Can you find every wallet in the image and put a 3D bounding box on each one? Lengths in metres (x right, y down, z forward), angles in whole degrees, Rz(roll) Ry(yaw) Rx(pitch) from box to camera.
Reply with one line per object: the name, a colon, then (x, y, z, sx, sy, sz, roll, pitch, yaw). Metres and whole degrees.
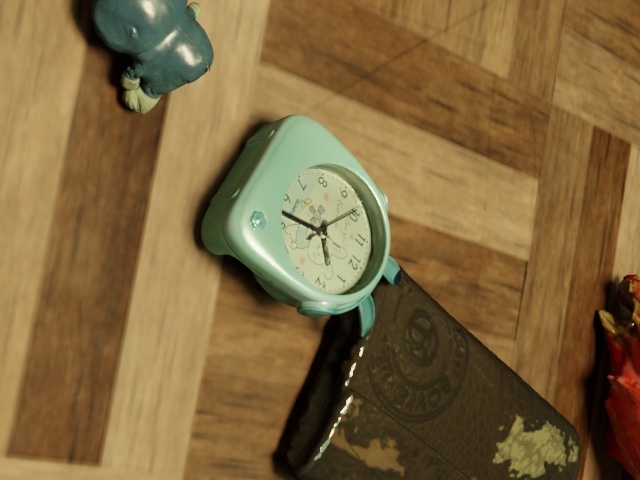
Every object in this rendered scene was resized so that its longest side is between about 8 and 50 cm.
wallet: (0.101, 0.155, 1.001, 0.321, 0.044, 0.170, 41, 62, -41)

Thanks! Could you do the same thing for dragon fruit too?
dragon fruit: (0.339, 0.144, 1.152, 0.210, 0.205, 0.268, -39, 84, -21)

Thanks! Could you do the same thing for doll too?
doll: (-0.094, -0.126, 0.771, 0.083, 0.051, 0.076, 56, 50, -31)

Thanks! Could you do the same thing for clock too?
clock: (0.001, 0.000, 0.860, 0.147, 0.045, 0.108, 44, 58, -24)
